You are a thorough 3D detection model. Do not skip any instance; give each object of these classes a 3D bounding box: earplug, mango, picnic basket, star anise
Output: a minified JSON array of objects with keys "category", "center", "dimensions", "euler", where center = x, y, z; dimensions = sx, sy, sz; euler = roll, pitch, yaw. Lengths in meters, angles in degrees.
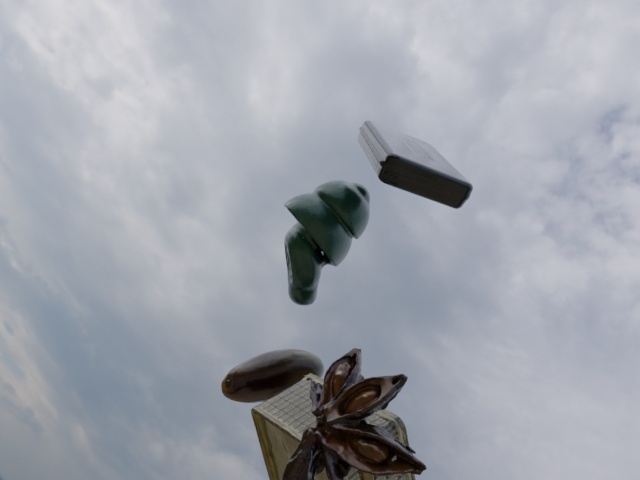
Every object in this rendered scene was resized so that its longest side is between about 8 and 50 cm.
[{"category":"earplug","center":[0.006,0.006,0.867],"dimensions":[0.280,0.257,0.164],"euler":[-44,-129,6]},{"category":"mango","center":[-0.120,0.345,1.076],"dimensions":[0.111,0.268,0.133],"euler":[-126,-145,-52]},{"category":"picnic basket","center":[0.032,0.429,0.833],"dimensions":[0.313,0.175,0.227],"euler":[1,-73,52]},{"category":"star anise","center":[0.038,0.207,0.470],"dimensions":[0.157,0.212,0.053],"euler":[-11,-52,28]}]

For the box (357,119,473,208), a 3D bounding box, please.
[{"category":"box","center":[0.153,-0.139,0.731],"dimensions":[0.160,0.230,0.050],"euler":[17,-64,-15]}]
